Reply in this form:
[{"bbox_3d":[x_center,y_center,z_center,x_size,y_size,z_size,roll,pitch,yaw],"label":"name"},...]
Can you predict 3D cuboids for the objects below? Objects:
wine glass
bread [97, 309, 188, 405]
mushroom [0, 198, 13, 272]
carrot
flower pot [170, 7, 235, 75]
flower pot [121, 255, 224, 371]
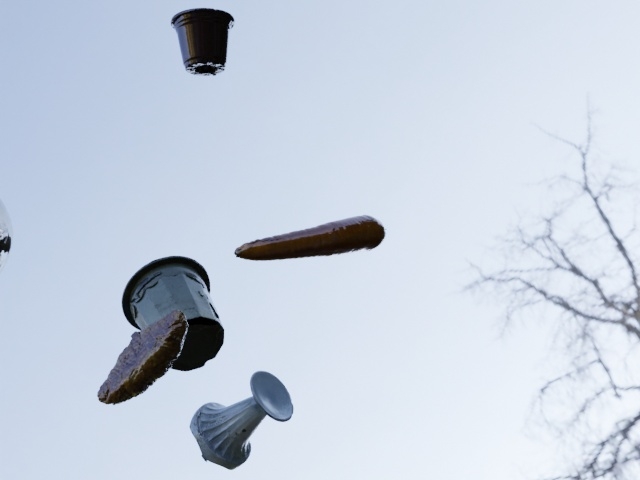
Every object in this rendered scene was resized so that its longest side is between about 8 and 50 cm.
[{"bbox_3d":[-0.172,0.393,1.822,0.165,0.165,0.196,26,-57,-39],"label":"wine glass"},{"bbox_3d":[-0.330,0.228,1.572,0.233,0.105,0.076,-46,-44,1],"label":"bread"},{"bbox_3d":[-0.576,0.065,1.119,0.362,0.294,0.362,-41,-9,-8],"label":"mushroom"},{"bbox_3d":[0.000,0.000,1.252,0.271,0.066,0.062,-11,-46,-37],"label":"carrot"},{"bbox_3d":[-0.200,-0.335,1.410,0.111,0.089,0.111,-3,-8,0],"label":"flower pot"},{"bbox_3d":[-0.308,0.168,1.817,0.212,0.202,0.212,-16,-55,-24],"label":"flower pot"}]
